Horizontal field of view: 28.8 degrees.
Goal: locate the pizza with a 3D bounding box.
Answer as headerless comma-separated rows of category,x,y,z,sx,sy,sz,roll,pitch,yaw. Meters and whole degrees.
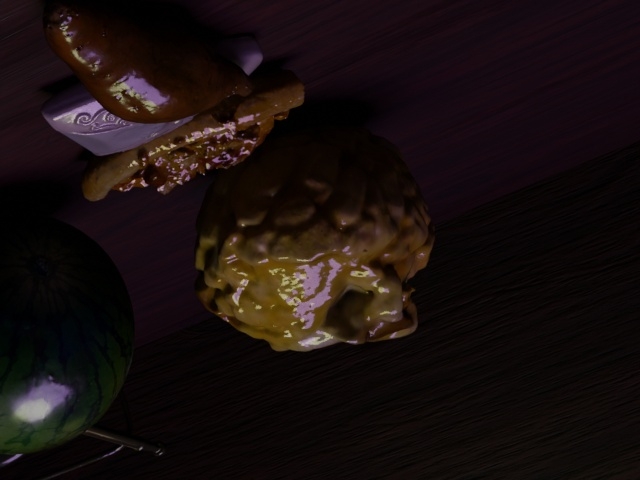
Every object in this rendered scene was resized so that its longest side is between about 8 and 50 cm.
pizza,-0.155,-0.127,1.626,0.335,0.086,0.226,-25,169,16

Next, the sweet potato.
sweet potato,-0.172,-0.170,1.250,0.112,0.112,0.359,-25,167,27

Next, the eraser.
eraser,-0.177,-0.164,1.425,0.243,0.059,0.204,-22,171,5

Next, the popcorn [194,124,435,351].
popcorn,-0.012,-0.013,1.902,0.344,0.354,0.390,-2,138,32

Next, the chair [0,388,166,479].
chair,-0.563,0.281,2.342,0.362,0.365,0.410,-21,166,5

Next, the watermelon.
watermelon,-0.426,0.126,1.728,0.363,0.363,0.363,-20,171,-3
